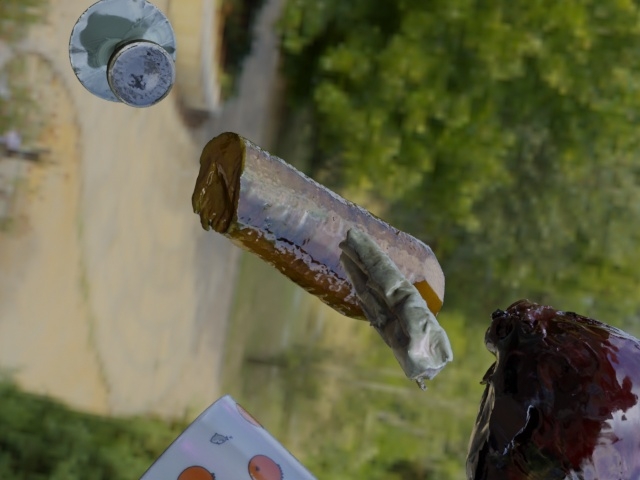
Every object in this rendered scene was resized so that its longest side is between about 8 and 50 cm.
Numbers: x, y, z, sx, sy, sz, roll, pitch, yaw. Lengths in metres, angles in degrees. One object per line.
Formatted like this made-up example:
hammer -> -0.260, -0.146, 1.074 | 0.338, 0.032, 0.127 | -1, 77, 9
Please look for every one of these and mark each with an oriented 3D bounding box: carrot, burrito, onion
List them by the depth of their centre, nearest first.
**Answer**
burrito -> 0.054, 0.049, 1.321 | 0.041, 0.045, 0.185 | 57, -2, -32
carrot -> 0.000, 0.000, 1.808 | 0.114, 0.302, 0.114 | -36, -142, 35
onion -> 0.266, 0.215, 1.891 | 0.221, 0.281, 0.281 | -6, 109, -49

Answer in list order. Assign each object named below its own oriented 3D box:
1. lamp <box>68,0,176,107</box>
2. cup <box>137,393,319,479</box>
lamp -> -0.214, -0.205, 1.897 | 0.215, 0.121, 0.121 | -128, -136, -68
cup -> -0.062, 0.359, 2.000 | 0.212, 0.317, 0.212 | -48, 174, -7
